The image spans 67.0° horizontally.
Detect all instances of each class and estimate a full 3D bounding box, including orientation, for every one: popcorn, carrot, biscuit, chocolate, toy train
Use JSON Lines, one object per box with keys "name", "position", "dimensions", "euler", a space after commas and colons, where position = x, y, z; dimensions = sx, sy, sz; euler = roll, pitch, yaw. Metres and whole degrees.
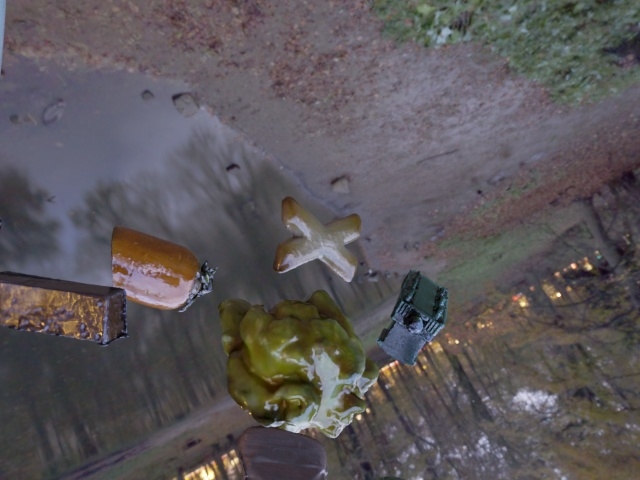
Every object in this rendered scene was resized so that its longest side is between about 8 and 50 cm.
{"name": "popcorn", "position": [-0.045, 0.235, 0.955], "dimensions": [0.289, 0.321, 0.325], "euler": [-19, 158, 11]}
{"name": "carrot", "position": [-0.458, 0.101, 1.390], "dimensions": [0.331, 0.193, 0.214], "euler": [18, 115, -29]}
{"name": "biscuit", "position": [0.000, 0.001, 1.061], "dimensions": [0.207, 0.165, 0.047], "euler": [11, 170, -33]}
{"name": "chocolate", "position": [-0.589, 0.144, 1.075], "dimensions": [0.320, 0.112, 0.112], "euler": [9, -176, 3]}
{"name": "toy train", "position": [0.254, 0.199, 1.319], "dimensions": [0.178, 0.138, 0.330], "euler": [-62, 171, 18]}

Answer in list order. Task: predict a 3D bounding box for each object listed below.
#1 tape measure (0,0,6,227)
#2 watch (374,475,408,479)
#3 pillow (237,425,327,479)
{"name": "tape measure", "position": [-0.227, -0.103, 0.262], "dimensions": [0.097, 0.216, 0.351], "euler": [5, -179, -42]}
{"name": "watch", "position": [0.181, 0.545, 0.865], "dimensions": [0.241, 0.253, 0.161], "euler": [-28, -172, 40]}
{"name": "pillow", "position": [-0.042, 0.328, 0.584], "dimensions": [0.135, 0.211, 0.034], "euler": [19, 127, -20]}
